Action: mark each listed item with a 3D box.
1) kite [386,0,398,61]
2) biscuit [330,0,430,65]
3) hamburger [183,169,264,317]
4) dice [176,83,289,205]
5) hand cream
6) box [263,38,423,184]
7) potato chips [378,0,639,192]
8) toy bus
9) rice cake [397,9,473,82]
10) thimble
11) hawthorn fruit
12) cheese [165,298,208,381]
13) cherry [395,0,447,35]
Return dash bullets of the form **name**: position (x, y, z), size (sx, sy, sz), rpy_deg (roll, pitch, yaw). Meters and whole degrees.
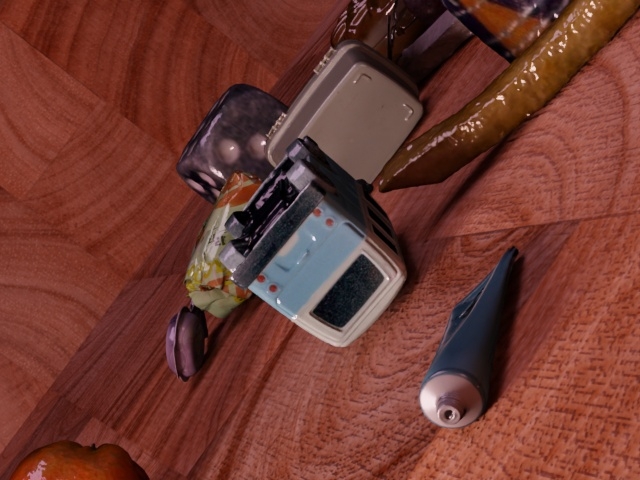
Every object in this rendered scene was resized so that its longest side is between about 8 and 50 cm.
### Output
- **kite**: position (0.104, -0.273, 2.095), size (0.229, 0.012, 0.250), rpy_deg (83, -169, -67)
- **biscuit**: position (0.125, -0.392, 2.394), size (0.268, 0.115, 0.366), rpy_deg (-48, 10, 21)
- **hamburger**: position (-0.121, 0.007, 2.103), size (0.214, 0.125, 0.235), rpy_deg (-58, 6, -1)
- **dice**: position (-0.128, -0.148, 2.492), size (0.182, 0.183, 0.181), rpy_deg (-58, 13, -17)
- **hand cream**: position (0.114, 0.075, 1.112), size (0.083, 0.048, 0.224), rpy_deg (-50, 5, 26)
- **box**: position (0.031, -0.151, 1.926), size (0.210, 0.148, 0.129), rpy_deg (-52, 18, 12)
- **potato chips**: position (0.210, -0.173, 1.420), size (0.407, 0.080, 0.057), rpy_deg (-45, 29, 29)
- **toy bus**: position (0.000, 0.000, 1.489), size (0.133, 0.164, 0.271), rpy_deg (-50, 10, 10)
- **rice cake**: position (0.189, -0.298, 1.989), size (0.270, 0.049, 0.055), rpy_deg (-42, 37, 46)
- **thimble**: position (0.236, -0.299, 1.518), size (0.237, 0.150, 0.237), rpy_deg (-50, 9, 11)
- **hawthorn fruit**: position (-0.270, 0.313, 1.624), size (0.189, 0.189, 0.189), rpy_deg (-50, 11, 13)
- **cheese**: position (-0.189, 0.136, 2.090), size (0.191, 0.042, 0.105), rpy_deg (-77, -18, -65)
- **cherry**: position (0.177, -0.362, 2.074), size (0.148, 0.115, 0.188), rpy_deg (-8, 8, 7)
